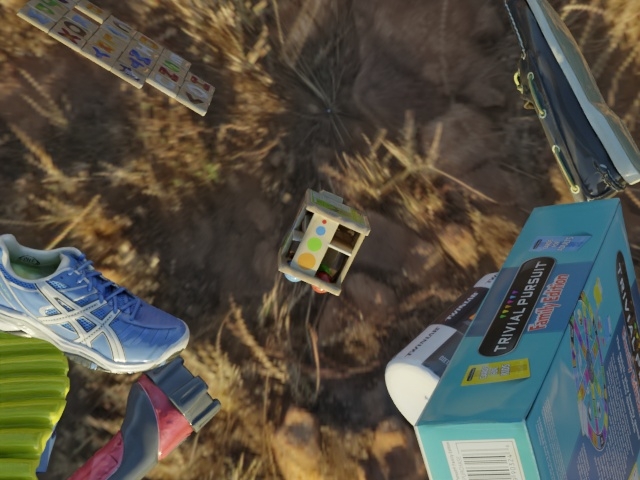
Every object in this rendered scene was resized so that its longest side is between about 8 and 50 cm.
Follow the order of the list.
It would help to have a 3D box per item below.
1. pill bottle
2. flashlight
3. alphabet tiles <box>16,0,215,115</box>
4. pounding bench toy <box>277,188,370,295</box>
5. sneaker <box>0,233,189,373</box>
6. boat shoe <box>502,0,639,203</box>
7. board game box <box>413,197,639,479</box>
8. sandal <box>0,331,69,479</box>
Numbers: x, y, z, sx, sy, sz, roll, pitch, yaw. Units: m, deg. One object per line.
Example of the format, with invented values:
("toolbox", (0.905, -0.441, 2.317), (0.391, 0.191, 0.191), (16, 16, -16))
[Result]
("pill bottle", (0.203, 0.126, 1.608), (0.246, 0.130, 0.130), (-39, 95, -30))
("flashlight", (-0.262, 0.264, 1.573), (0.304, 0.103, 0.103), (-40, 135, -14))
("alphabet tiles", (-0.233, -0.227, 1.561), (0.237, 0.198, 0.009), (30, 108, -10))
("pounding bench toy", (0.000, 0.000, 1.034), (0.052, 0.083, 0.065), (24, 103, -8))
("sneaker", (-0.221, 0.059, 1.212), (0.211, 0.080, 0.081), (17, 124, -10))
("boat shoe", (0.219, -0.139, 1.222), (0.069, 0.081, 0.227), (-34, 68, 25))
("board game box", (0.185, 0.153, 0.997), (0.079, 0.336, 0.253), (-6, 113, 26))
("sandal", (-0.321, 0.227, 1.315), (0.126, 0.138, 0.317), (7, 65, -14))
